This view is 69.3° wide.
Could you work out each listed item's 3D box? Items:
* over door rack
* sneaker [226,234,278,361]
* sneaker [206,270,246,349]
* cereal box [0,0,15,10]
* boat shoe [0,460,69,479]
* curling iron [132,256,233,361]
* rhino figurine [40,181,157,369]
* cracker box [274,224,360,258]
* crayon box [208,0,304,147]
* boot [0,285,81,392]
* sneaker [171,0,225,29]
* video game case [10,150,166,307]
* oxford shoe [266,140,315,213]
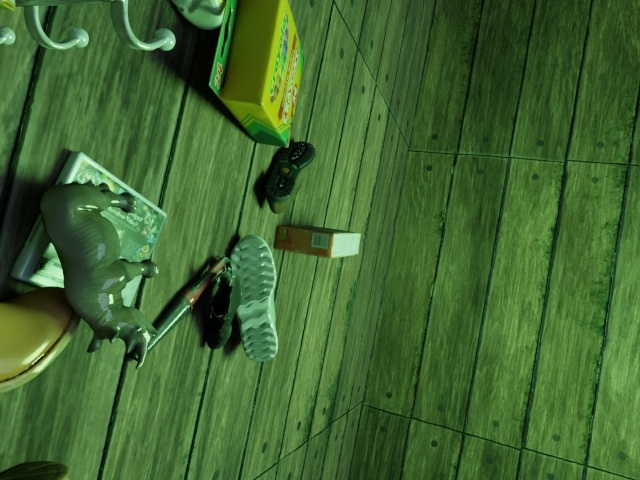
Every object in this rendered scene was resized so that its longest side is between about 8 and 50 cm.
[{"bbox_3d":[-0.226,-0.338,0.406,0.108,0.240,0.324,-27,124,-63],"label":"over door rack"},{"bbox_3d":[-0.154,0.122,1.029,0.115,0.105,0.281,-129,-143,-72],"label":"sneaker"},{"bbox_3d":[-0.194,0.139,0.898,0.170,0.051,0.089,-65,168,4],"label":"sneaker"},{"bbox_3d":[-0.320,-0.300,0.312,0.173,0.047,0.240,-3,106,-22],"label":"cereal box"},{"bbox_3d":[-0.384,0.336,0.474,0.285,0.105,0.089,-7,103,-69],"label":"boat shoe"},{"bbox_3d":[-0.239,0.119,0.847,0.274,0.035,0.068,-54,147,-50],"label":"curling iron"},{"bbox_3d":[-0.258,0.038,0.552,0.106,0.073,0.243,-12,81,-63],"label":"rhino figurine"},{"bbox_3d":[0.000,0.000,1.242,0.232,0.156,0.067,-1,99,-69],"label":"cracker box"},{"bbox_3d":[-0.102,-0.310,0.846,0.318,0.081,0.202,23,77,-84],"label":"crayon box"},{"bbox_3d":[-0.370,0.052,0.424,0.283,0.109,0.220,-37,129,-51],"label":"boot"},{"bbox_3d":[-0.188,-0.440,0.670,0.240,0.091,0.126,70,31,-57],"label":"sneaker"},{"bbox_3d":[-0.307,-0.001,0.646,0.190,0.022,0.173,52,52,-61],"label":"video game case"},{"bbox_3d":[-0.076,-0.155,1.115,0.096,0.083,0.227,102,12,-52],"label":"oxford shoe"}]
